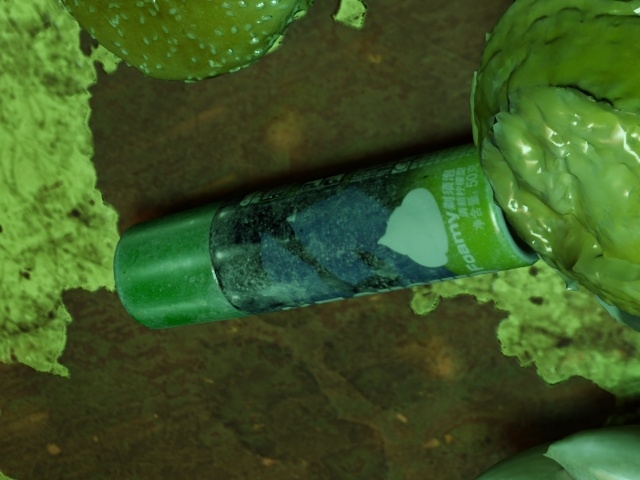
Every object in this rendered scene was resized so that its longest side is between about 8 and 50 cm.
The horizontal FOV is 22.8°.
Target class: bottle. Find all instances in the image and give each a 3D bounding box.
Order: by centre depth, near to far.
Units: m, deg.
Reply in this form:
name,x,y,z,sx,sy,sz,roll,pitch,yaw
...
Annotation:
name,x,y,z,sx,sy,sz,roll,pitch,yaw
bottle,0.000,0.000,1.162,0.330,0.093,0.093,-12,114,32

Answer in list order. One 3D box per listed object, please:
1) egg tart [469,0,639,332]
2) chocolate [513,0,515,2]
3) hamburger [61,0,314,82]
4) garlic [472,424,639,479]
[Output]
name,x,y,z,sx,sy,sz,roll,pitch,yaw
egg tart,0.177,-0.040,0.885,0.232,0.098,0.252,-20,103,45
chocolate,0.194,-0.149,0.959,0.133,0.124,0.127,13,125,-17
hamburger,-0.103,-0.198,1.067,0.215,0.122,0.189,-16,114,35
garlic,0.252,0.251,1.174,0.325,0.132,0.279,23,127,9
